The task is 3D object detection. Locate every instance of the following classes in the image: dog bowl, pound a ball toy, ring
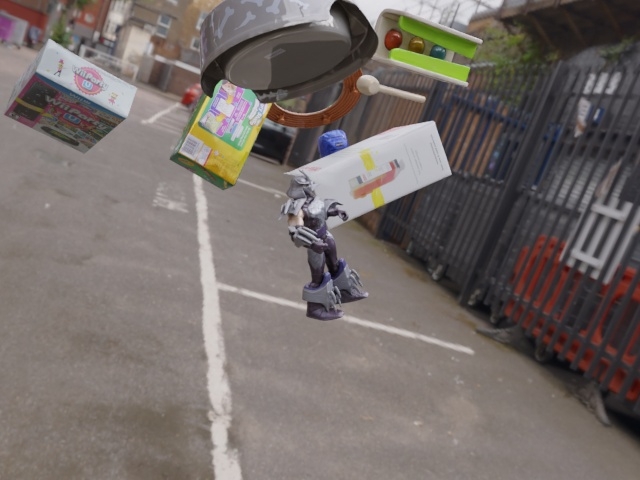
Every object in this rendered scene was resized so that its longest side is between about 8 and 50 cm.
[{"bbox_3d":[-0.069,-0.373,1.180,0.348,0.102,0.349,-15,-6,-2],"label":"dog bowl"},{"bbox_3d":[0.232,-0.452,1.575,0.319,0.208,0.136,4,20,-35],"label":"pound a ball toy"},{"bbox_3d":[-0.041,-0.435,1.804,0.336,0.336,0.032,15,52,-30],"label":"ring"}]

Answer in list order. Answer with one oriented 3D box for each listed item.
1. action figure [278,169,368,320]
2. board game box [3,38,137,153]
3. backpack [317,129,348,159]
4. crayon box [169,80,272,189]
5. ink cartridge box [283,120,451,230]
[{"bbox_3d":[0.000,0.000,1.155,0.099,0.285,0.185,-3,25,30],"label":"action figure"},{"bbox_3d":[-0.628,-0.346,1.547,0.224,0.098,0.303,26,-27,-32],"label":"board game box"},{"bbox_3d":[0.050,-0.293,1.986,0.098,0.120,0.101,-13,-2,-21],"label":"backpack"},{"bbox_3d":[-0.251,-0.293,1.608,0.165,0.278,0.081,30,-19,-25],"label":"crayon box"},{"bbox_3d":[0.121,-0.184,1.738,0.384,0.160,0.279,-24,13,-12],"label":"ink cartridge box"}]
